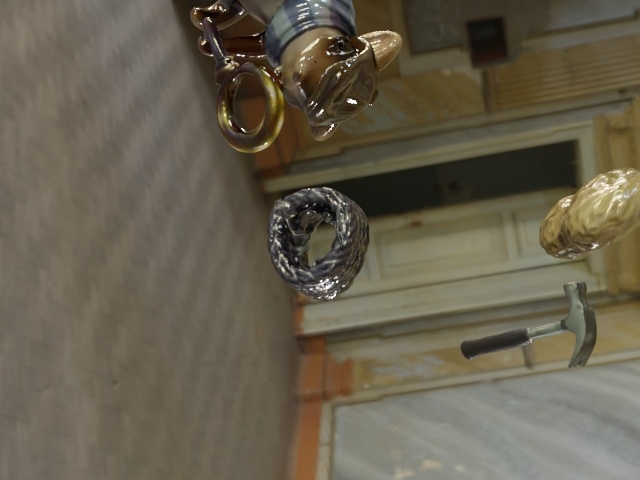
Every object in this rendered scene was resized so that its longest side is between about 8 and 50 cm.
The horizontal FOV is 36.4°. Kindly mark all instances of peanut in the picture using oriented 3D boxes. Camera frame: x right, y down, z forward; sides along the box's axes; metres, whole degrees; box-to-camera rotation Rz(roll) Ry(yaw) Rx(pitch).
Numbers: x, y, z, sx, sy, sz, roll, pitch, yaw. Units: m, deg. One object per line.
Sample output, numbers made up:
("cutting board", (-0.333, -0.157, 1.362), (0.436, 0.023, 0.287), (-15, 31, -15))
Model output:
("peanut", (0.470, -0.042, 1.673), (0.110, 0.197, 0.233), (50, -22, 4))

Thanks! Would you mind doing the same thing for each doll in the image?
("doll", (-0.054, -0.317, 1.432), (0.339, 0.318, 0.209), (56, 18, 9))

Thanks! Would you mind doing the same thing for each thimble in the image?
("thimble", (0.001, 0.002, 0.957), (0.066, 0.095, 0.104), (35, 34, -57))

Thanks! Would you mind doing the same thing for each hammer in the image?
("hammer", (0.269, 0.133, 1.292), (0.246, 0.029, 0.103), (-29, -114, 55))
